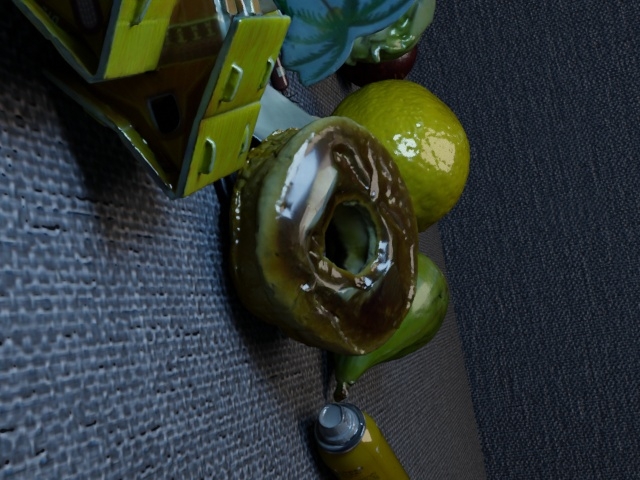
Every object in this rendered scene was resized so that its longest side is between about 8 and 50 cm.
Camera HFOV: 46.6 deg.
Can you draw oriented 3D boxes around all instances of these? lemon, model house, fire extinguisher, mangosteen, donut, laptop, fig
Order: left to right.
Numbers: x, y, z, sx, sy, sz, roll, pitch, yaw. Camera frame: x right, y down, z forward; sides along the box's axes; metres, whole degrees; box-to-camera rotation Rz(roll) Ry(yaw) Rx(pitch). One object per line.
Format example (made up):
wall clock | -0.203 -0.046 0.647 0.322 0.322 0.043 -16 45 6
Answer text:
model house | -0.094 -0.204 0.651 0.300 0.340 0.324 -54 135 -67
fire extinguisher | -0.085 -0.326 1.331 0.049 0.035 0.173 25 -42 60
laptop | -0.012 -0.149 1.209 0.269 0.015 0.188 35 30 -14
donut | 0.000 0.000 1.035 0.330 0.159 0.330 9 78 -50
mangosteen | 0.135 -0.493 1.954 0.257 0.215 0.215 165 -86 -71
fig | 0.128 0.143 1.362 0.314 0.233 0.233 -88 160 -56
lemon | 0.151 -0.169 1.524 0.336 0.336 0.336 -12 90 -74

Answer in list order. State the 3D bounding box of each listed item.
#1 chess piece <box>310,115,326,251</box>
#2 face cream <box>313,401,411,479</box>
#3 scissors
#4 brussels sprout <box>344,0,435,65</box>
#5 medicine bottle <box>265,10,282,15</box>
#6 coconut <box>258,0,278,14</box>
chess piece | -0.005 -0.124 1.315 0.307 0.138 0.124 -85 -167 -54
face cream | 0.073 0.369 1.231 0.349 0.104 0.105 61 23 -45
scissors | -0.093 0.010 1.070 0.109 0.022 0.300 -55 132 -64
brussels sprout | 0.057 -0.563 1.445 0.361 0.342 0.426 -120 -158 -61
medicine bottle | -0.108 -0.314 1.166 0.218 0.073 0.074 -78 152 -51
coconut | -0.097 -0.450 0.916 0.323 0.322 0.323 -12 90 -74
